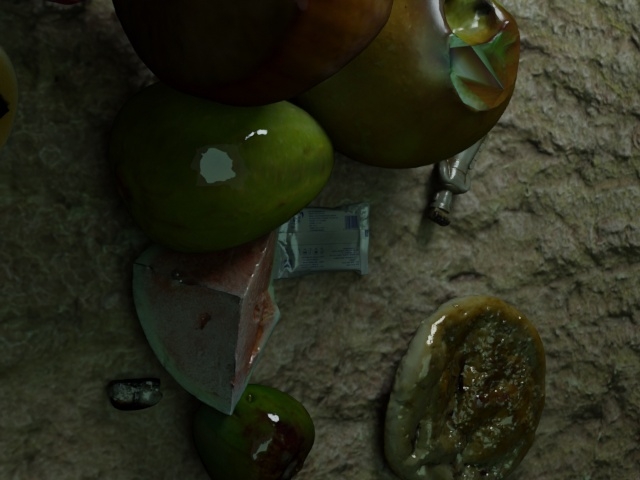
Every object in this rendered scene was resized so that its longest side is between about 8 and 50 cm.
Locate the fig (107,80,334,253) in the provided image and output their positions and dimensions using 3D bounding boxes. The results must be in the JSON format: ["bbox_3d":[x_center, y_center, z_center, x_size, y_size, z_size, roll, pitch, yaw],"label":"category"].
[{"bbox_3d":[-0.134,-0.115,1.524,0.326,0.258,0.258,-8,97,-21],"label":"fig"}]

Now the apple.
[{"bbox_3d":[0.122,-0.301,1.629,0.374,0.374,0.384,-15,101,-29],"label":"apple"}]

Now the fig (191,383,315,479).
[{"bbox_3d":[-0.109,0.306,1.632,0.191,0.181,0.181,41,71,-2],"label":"fig"}]

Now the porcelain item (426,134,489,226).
[{"bbox_3d":[0.238,-0.127,1.873,0.084,0.054,0.213,27,78,-27],"label":"porcelain item"}]

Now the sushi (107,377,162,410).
[{"bbox_3d":[-0.276,0.232,1.592,0.083,0.044,0.046,1,92,-29],"label":"sushi"}]

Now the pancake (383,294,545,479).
[{"bbox_3d":[0.268,0.283,1.900,0.387,0.082,0.387,-5,98,-33],"label":"pancake"}]

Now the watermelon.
[{"bbox_3d":[-0.146,0.083,1.596,0.256,0.176,0.260,52,35,-14],"label":"watermelon"}]

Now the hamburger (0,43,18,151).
[{"bbox_3d":[-0.518,-0.178,1.297,0.302,0.170,0.302,-37,149,-27],"label":"hamburger"}]

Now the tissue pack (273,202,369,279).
[{"bbox_3d":[0.000,0.000,1.754,0.193,0.026,0.122,-2,93,-31],"label":"tissue pack"}]

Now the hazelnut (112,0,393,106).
[{"bbox_3d":[-0.090,-0.331,1.359,0.366,0.366,0.365,-2,94,-31],"label":"hazelnut"}]

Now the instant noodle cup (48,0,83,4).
[{"bbox_3d":[-0.372,-0.418,1.397,0.181,0.258,0.302,9,56,-47],"label":"instant noodle cup"}]
